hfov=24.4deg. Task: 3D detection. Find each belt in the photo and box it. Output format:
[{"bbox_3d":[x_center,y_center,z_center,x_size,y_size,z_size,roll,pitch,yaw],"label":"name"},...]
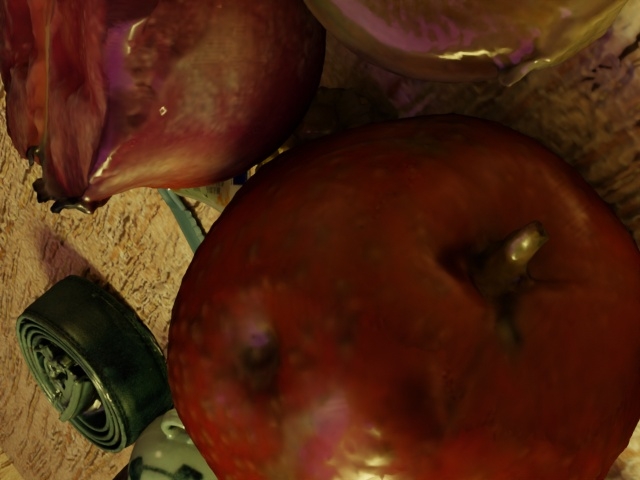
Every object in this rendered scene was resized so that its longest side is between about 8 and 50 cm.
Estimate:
[{"bbox_3d":[-0.282,0.163,1.829,0.206,0.116,0.267,40,152,18],"label":"belt"}]

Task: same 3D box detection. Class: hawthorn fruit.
[{"bbox_3d":[0.056,0.053,0.835,0.275,0.275,0.300,51,149,5],"label":"hawthorn fruit"}]

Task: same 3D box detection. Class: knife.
[{"bbox_3d":[-0.130,-0.025,1.397,0.044,0.019,0.313,18,141,51],"label":"knife"}]

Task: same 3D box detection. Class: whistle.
[{"bbox_3d":[-0.132,0.283,1.663,0.163,0.163,0.290,36,151,36],"label":"whistle"}]

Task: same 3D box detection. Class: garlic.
[{"bbox_3d":[0.032,-0.188,0.750,0.266,0.148,0.128,51,-166,-5],"label":"garlic"}]

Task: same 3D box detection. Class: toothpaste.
[{"bbox_3d":[-0.085,-0.056,1.133,0.058,0.056,0.314,47,173,-13],"label":"toothpaste"}]

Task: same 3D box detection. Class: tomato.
[{"bbox_3d":[-0.088,-0.168,0.892,0.335,0.176,0.290,-148,59,-66],"label":"tomato"}]

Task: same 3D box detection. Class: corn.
[{"bbox_3d":[0.000,0.000,1.076,0.101,0.101,0.292,43,158,23],"label":"corn"}]

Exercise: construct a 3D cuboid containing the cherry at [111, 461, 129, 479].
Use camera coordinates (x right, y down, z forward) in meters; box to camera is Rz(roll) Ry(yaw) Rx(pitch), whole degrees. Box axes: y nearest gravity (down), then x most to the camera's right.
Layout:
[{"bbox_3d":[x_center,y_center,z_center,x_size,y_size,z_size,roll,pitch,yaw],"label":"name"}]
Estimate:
[{"bbox_3d":[-0.184,0.355,1.829,0.195,0.195,0.195,42,155,25],"label":"cherry"}]
